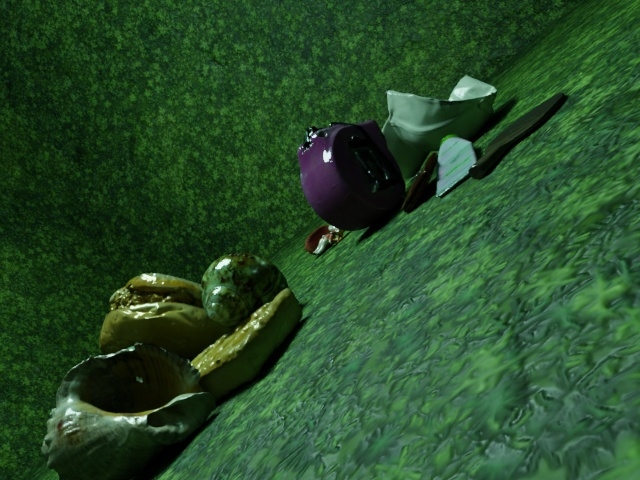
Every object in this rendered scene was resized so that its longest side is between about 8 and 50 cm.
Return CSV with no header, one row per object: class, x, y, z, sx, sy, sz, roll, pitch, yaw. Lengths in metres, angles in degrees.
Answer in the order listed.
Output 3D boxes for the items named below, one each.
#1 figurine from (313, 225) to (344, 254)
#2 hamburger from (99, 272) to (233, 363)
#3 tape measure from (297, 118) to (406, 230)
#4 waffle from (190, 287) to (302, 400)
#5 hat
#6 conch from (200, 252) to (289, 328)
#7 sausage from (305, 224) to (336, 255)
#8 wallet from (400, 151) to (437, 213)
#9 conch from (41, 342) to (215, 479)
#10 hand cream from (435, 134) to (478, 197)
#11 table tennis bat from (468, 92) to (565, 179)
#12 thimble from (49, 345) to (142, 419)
figurine,0.024,-0.005,1.355,0.109,0.047,0.064,-50,19,-9
hamburger,-0.326,0.192,1.167,0.318,0.318,0.158,-36,44,45
tape measure,0.069,-0.149,1.135,0.149,0.245,0.231,-34,-8,41
waffle,-0.151,0.194,0.838,0.274,0.057,0.168,-38,6,31
hat,0.269,-0.246,1.245,0.257,0.168,0.301,-18,-32,-29
conch,-0.141,0.109,0.964,0.181,0.124,0.187,3,-49,-40
sausage,0.000,0.000,1.414,0.094,0.059,0.054,-42,-16,-8
wallet,0.195,-0.113,1.020,0.095,0.026,0.176,-60,-2,25
conch,-0.266,0.238,0.730,0.245,0.179,0.163,-17,-4,2
hand cream,0.246,-0.144,0.969,0.275,0.050,0.079,-62,-5,-65
table tennis bat,0.301,-0.164,0.828,0.234,0.022,0.131,-41,5,-30
thimble,-0.390,0.319,1.000,0.219,0.150,0.219,-39,4,4
